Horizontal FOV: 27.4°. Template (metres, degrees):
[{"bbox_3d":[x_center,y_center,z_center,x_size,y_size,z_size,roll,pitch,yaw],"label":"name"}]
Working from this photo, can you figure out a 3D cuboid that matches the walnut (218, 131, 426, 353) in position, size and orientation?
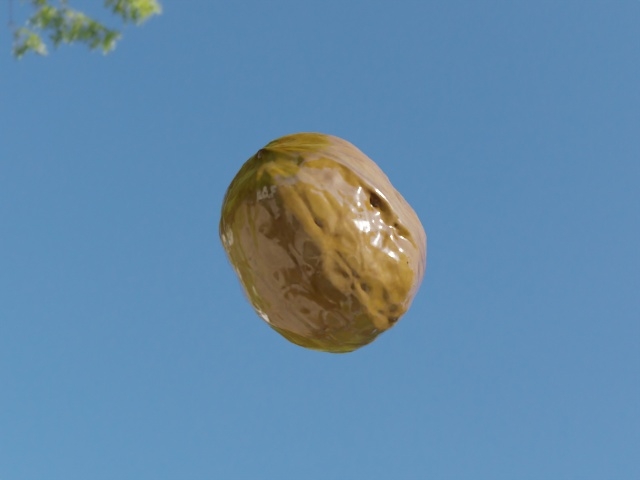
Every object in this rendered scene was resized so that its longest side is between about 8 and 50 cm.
[{"bbox_3d":[0.000,0.000,1.293,0.195,0.195,0.221,-23,-71,32],"label":"walnut"}]
